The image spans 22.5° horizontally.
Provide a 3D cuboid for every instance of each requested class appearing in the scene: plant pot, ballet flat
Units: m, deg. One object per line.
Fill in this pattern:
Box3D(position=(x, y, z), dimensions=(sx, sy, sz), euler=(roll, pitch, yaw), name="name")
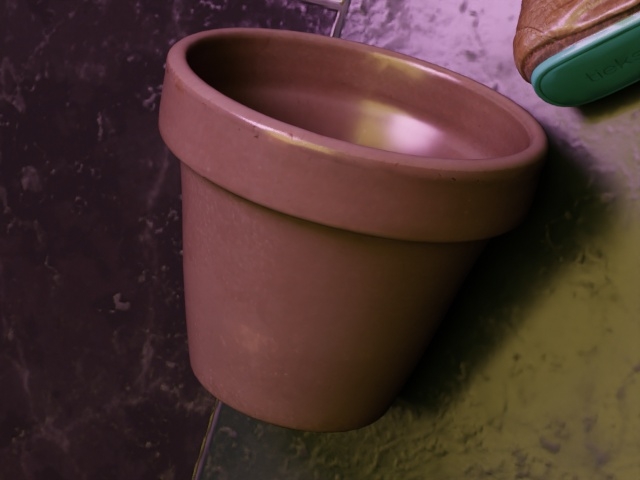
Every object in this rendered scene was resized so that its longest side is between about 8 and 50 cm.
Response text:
Box3D(position=(0.000, 0.000, 1.110), dimensions=(0.263, 0.263, 0.229), euler=(25, 113, 23), name="plant pot")
Box3D(position=(0.284, -0.196, 1.069), dimensions=(0.342, 0.116, 0.124), euler=(-19, 60, 25), name="ballet flat")
